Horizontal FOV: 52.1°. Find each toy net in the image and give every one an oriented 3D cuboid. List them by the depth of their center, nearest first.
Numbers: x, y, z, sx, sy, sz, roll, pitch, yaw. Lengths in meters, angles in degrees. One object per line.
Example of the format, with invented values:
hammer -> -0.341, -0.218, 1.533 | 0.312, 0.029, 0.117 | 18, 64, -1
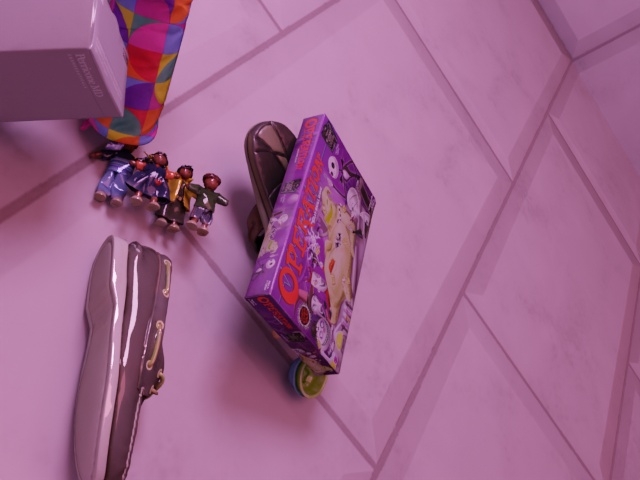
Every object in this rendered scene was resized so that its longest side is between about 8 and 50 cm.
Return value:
toy net -> -0.023, 0.119, 1.001 | 0.122, 0.045, 0.232 | -28, 114, -44

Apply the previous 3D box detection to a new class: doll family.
doll family -> -0.225, -0.081, 0.919 | 0.193, 0.076, 0.111 | 29, 57, -31

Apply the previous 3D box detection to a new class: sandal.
sandal -> -0.067, -0.036, 1.040 | 0.120, 0.086, 0.302 | -13, 97, -43

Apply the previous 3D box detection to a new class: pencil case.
pencil case -> -0.238, -0.233, 0.848 | 0.105, 0.236, 0.104 | 19, 32, -12

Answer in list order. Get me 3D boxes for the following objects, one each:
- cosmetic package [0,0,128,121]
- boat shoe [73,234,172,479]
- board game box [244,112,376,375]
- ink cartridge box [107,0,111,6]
cosmetic package -> -0.344, -0.202, 0.718 | 0.127, 0.238, 0.107 | 85, 4, -66
boat shoe -> -0.228, 0.139, 0.779 | 0.091, 0.109, 0.304 | 18, 55, -35
board game box -> 0.000, 0.000, 0.985 | 0.208, 0.056, 0.346 | 50, 41, -38
ink cartridge box -> -0.349, -0.396, 0.844 | 0.270, 0.198, 0.197 | -22, 89, -50
